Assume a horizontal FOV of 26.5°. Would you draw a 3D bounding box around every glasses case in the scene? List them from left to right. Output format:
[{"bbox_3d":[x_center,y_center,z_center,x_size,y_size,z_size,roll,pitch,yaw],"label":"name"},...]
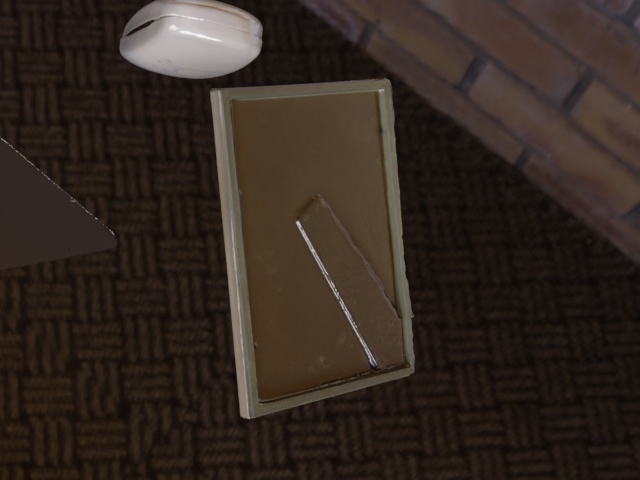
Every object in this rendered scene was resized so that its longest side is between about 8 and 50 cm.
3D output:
[{"bbox_3d":[-0.118,-0.178,1.207,0.092,0.233,0.059,13,87,-21],"label":"glasses case"}]

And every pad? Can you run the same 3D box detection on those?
[{"bbox_3d":[-0.321,-0.031,1.264,0.181,0.267,0.004,45,54,-33],"label":"pad"}]

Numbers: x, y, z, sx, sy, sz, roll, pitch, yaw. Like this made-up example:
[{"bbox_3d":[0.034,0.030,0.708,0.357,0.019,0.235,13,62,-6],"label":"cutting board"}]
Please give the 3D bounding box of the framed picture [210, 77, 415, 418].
[{"bbox_3d":[0.000,0.000,1.345,0.232,0.024,0.315,-9,95,-42],"label":"framed picture"}]
